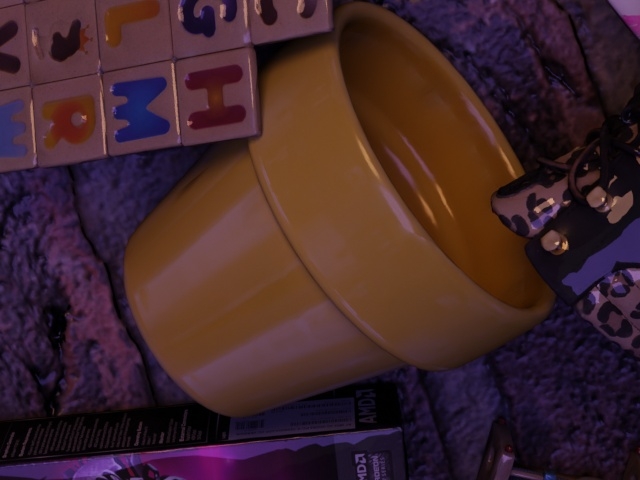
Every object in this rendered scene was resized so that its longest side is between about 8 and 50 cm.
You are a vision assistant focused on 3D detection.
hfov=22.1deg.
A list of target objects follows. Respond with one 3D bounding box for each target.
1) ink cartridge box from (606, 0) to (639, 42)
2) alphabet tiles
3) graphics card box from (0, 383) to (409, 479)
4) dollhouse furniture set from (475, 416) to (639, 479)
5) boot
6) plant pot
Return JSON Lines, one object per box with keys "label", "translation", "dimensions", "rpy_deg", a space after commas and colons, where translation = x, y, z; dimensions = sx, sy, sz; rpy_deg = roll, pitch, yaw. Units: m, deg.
{"label": "ink cartridge box", "translation": [0.308, -0.200, 1.142], "dimensions": [0.207, 0.119, 0.353], "rpy_deg": [-38, 104, 14]}
{"label": "alphabet tiles", "translation": [-0.152, -0.196, 1.095], "dimensions": [0.342, 0.011, 0.285], "rpy_deg": [-7, 85, 26]}
{"label": "graphics card box", "translation": [-0.108, 0.249, 1.297], "dimensions": [0.371, 0.094, 0.233], "rpy_deg": [-5, 108, 0]}
{"label": "dollhouse furniture set", "translation": [0.188, 0.239, 1.248], "dimensions": [0.129, 0.184, 0.129], "rpy_deg": [12, 107, -4]}
{"label": "boot", "translation": [0.225, -0.101, 1.052], "dimensions": [0.284, 0.138, 0.377], "rpy_deg": [-42, 108, 17]}
{"label": "plant pot", "translation": [0.000, 0.000, 1.154], "dimensions": [0.239, 0.254, 0.254], "rpy_deg": [-32, 106, 26]}
